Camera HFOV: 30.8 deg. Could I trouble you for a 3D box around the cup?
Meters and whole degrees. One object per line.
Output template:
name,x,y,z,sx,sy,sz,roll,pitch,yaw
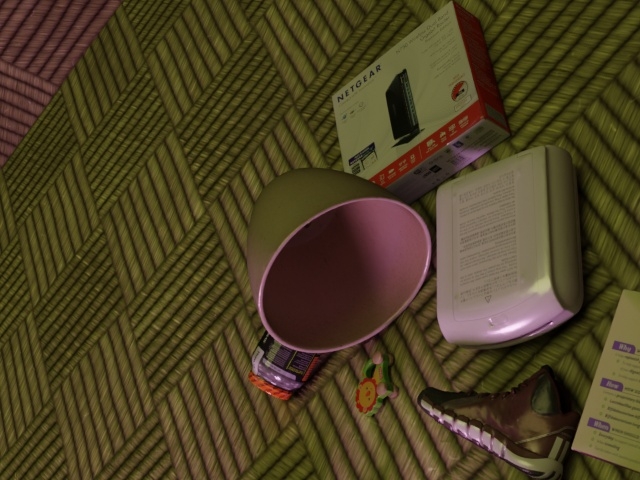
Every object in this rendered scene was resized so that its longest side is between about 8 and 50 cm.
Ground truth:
cup,0.000,0.000,2.087,0.331,0.331,0.237,-53,41,16

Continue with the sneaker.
sneaker,0.291,0.254,1.820,0.281,0.106,0.162,26,86,42

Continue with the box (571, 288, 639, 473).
box,0.492,0.211,1.582,0.213,0.117,0.243,12,80,52

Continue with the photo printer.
photo printer,0.306,0.023,1.906,0.256,0.107,0.307,-23,55,41

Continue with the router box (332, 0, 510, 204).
router box,0.180,-0.240,2.214,0.335,0.082,0.301,-36,47,32

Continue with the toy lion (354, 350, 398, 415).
toy lion,0.094,0.261,2.091,0.096,0.034,0.100,-39,44,40

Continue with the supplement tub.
supplement tub,-0.055,0.200,2.224,0.117,0.117,0.190,36,98,52
